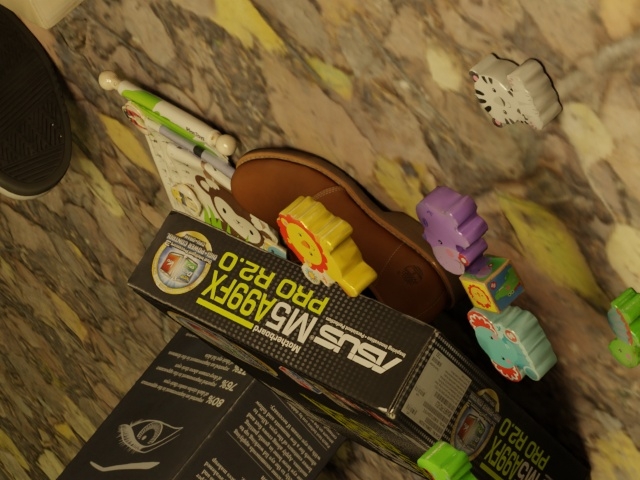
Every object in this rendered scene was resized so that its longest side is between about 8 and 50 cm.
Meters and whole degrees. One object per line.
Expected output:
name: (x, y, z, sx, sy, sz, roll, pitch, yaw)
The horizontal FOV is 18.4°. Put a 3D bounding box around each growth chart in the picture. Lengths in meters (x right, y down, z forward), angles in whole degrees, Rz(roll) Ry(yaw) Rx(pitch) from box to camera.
growth chart: (-0.077, -0.016, 1.516, 0.172, 0.021, 0.237, 26, 147, 42)

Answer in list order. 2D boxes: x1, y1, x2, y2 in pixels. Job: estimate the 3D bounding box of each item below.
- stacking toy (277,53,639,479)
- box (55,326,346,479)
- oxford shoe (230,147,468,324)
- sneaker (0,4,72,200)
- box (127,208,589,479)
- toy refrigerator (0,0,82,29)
stacking toy: (0.089, 0.027, 1.097, 0.052, 0.167, 0.221, 13, 136, 55)
box: (-0.101, 0.181, 1.590, 0.108, 0.207, 0.153, 49, 161, -28)
oxford shoe: (0.000, 0.000, 1.334, 0.212, 0.076, 0.076, 31, 151, 41)
sneaker: (-0.321, -0.130, 1.651, 0.295, 0.123, 0.178, 55, 152, 11)
box: (0.031, 0.091, 1.274, 0.216, 0.060, 0.270, 24, 169, 34)
toy refrigerator: (-0.257, -0.258, 1.403, 0.269, 0.094, 0.102, 32, 157, 39)
